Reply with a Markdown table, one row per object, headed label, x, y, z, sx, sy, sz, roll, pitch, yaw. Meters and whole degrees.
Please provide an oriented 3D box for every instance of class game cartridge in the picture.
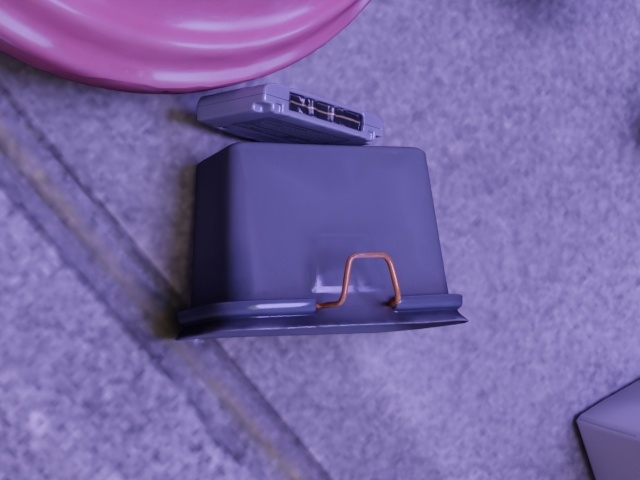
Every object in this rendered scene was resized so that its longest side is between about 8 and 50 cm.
| label | x | y | z | sx | sy | sz | roll | pitch | yaw |
| --- | --- | --- | --- | --- | --- | --- | --- | --- | --- |
| game cartridge | -0.016 | -0.059 | 0.574 | 0.083 | 0.056 | 0.017 | 11 | 75 | -46 |

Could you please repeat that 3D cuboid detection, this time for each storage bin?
| label | x | y | z | sx | sy | sz | roll | pitch | yaw |
| --- | --- | --- | --- | --- | --- | --- | --- | --- | --- |
| storage bin | 0.000 | 0.000 | 0.577 | 0.135 | 0.098 | 0.091 | -1 | 83 | -25 |

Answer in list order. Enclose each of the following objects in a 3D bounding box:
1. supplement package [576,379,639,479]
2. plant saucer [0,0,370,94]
| label | x | y | z | sx | sy | sz | roll | pitch | yaw |
| --- | --- | --- | --- | --- | --- | --- | --- | --- | --- |
| supplement package | 0.304 | 0.208 | 0.678 | 0.175 | 0.177 | 0.292 | -25 | 104 | -22 |
| plant saucer | -0.061 | -0.231 | 0.502 | 0.332 | 0.084 | 0.332 | -1 | 92 | -37 |
